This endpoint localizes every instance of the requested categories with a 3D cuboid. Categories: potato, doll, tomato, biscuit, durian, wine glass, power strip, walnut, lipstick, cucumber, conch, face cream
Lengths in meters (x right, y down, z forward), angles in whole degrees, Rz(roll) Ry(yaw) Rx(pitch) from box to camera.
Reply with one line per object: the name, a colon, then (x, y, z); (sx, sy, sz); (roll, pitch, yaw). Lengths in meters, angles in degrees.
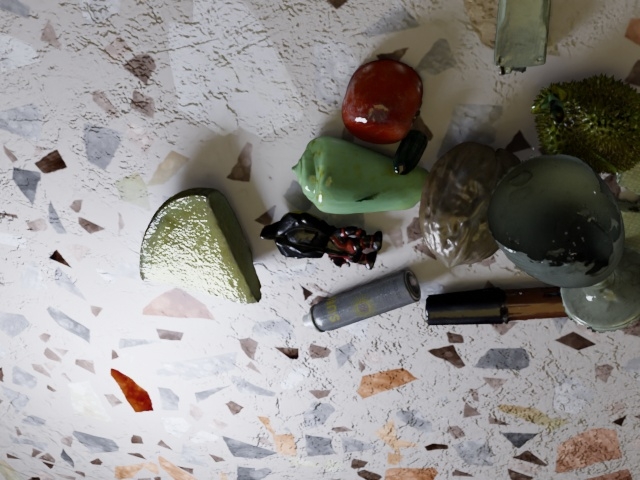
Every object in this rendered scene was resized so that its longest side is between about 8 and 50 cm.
potato: (-0.238, -0.013, 1.369); (0.270, 0.112, 0.255); (11, 125, 2)
doll: (0.000, 0.000, 1.339); (0.249, 0.088, 0.127); (7, 108, -2)
tomato: (0.104, -0.226, 1.127); (0.139, 0.091, 0.159); (21, 131, -1)
biscuit: (0.582, -0.081, 1.145); (0.147, 0.046, 0.250); (13, 130, 6)
durian: (0.433, -0.187, 1.045); (0.198, 0.146, 0.159); (15, 145, 10)
wine glass: (0.420, 0.010, 1.069); (0.190, 0.190, 0.357); (-23, 141, 28)
power strip: (0.308, -0.392, 0.973); (0.080, 0.048, 0.285); (1, 127, 11)
walnut: (0.262, -0.061, 1.149); (0.178, 0.178, 0.230); (18, 95, 0)
lipstick: (0.426, 0.130, 1.330); (0.419, 0.077, 0.077); (-6, 125, 17)
cucumber: (0.157, -0.155, 1.164); (0.048, 0.105, 0.048); (15, 133, 16)
conch: (0.069, -0.108, 1.226); (0.251, 0.137, 0.143); (15, 104, -22)
face cream: (0.083, 0.141, 1.428); (0.284, 0.073, 0.073); (-23, 118, 28)
